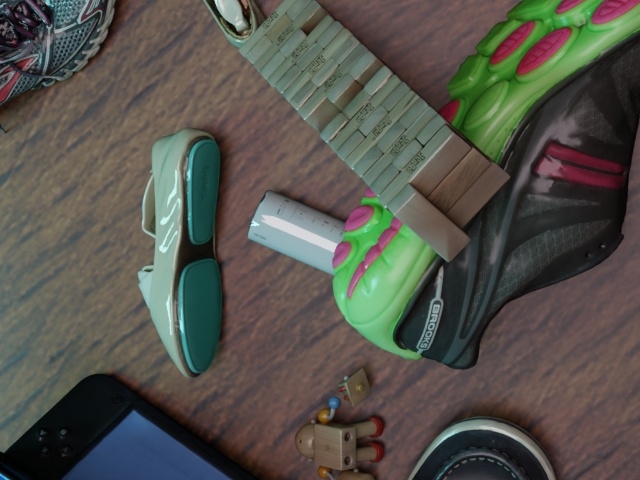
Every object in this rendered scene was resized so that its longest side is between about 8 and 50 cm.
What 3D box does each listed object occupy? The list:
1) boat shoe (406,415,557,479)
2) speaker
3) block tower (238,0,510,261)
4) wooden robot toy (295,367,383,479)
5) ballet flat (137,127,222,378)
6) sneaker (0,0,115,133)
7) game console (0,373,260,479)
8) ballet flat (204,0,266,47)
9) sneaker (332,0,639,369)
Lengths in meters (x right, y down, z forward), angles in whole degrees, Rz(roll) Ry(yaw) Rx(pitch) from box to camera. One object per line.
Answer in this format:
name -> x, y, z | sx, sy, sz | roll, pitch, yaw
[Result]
boat shoe -> 0.112, 0.416, 1.802 | 0.186, 0.156, 0.500 | 19, 96, 8
speaker -> 0.000, 0.000, 1.836 | 0.136, 0.055, 0.055 | 23, 97, 6
block tower -> 0.047, -0.115, 1.707 | 0.097, 0.335, 0.091 | -47, 131, 7
wooden robot toy -> 0.011, 0.210, 1.858 | 0.079, 0.076, 0.173 | 5, 96, 43
ballet flat -> -0.143, 0.011, 1.855 | 0.086, 0.086, 0.248 | 4, 93, 8
sneaker -> -0.325, -0.180, 1.843 | 0.299, 0.112, 0.121 | -42, 88, 8
game console -> -0.167, 0.231, 1.740 | 0.293, 0.250, 0.173 | 33, 139, 14
ballet flat -> -0.104, -0.265, 1.833 | 0.057, 0.052, 0.168 | -33, 89, 9
sneaker -> 0.215, -0.081, 1.765 | 0.202, 0.185, 0.483 | 39, 96, -26
